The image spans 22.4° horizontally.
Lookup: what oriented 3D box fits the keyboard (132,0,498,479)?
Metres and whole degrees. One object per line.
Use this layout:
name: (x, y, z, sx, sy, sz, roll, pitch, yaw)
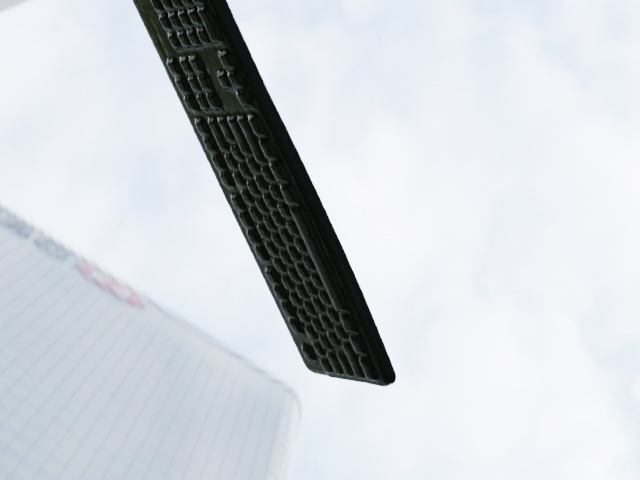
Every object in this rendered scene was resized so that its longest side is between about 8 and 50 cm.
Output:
keyboard: (-0.009, 0.008, 0.953, 0.041, 0.103, 0.381, -39, -69, -24)
